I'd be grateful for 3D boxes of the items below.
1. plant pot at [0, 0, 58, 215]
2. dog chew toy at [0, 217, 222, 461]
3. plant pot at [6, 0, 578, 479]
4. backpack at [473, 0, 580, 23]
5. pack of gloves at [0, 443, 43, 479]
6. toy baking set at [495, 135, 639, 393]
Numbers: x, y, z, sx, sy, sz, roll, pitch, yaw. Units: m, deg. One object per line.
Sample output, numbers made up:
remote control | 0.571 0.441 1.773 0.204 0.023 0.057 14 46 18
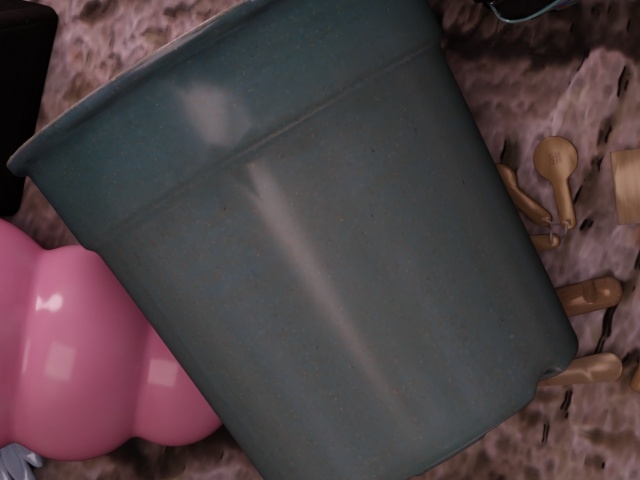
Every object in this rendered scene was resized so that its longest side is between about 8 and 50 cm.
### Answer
plant pot | -0.349 -0.122 1.377 0.188 0.167 0.187 15 101 10
dog chew toy | -0.218 0.088 1.357 0.332 0.206 0.207 9 99 -6
plant pot | 0.000 0.000 1.228 0.341 0.341 0.334 -29 93 15
backpack | 0.191 -0.270 1.232 0.188 0.144 0.166 -31 87 41
pack of gloves | -0.355 0.173 1.486 0.195 0.046 0.232 -37 77 14
toy baking set | 0.205 0.034 1.335 0.196 0.030 0.256 20 101 13
